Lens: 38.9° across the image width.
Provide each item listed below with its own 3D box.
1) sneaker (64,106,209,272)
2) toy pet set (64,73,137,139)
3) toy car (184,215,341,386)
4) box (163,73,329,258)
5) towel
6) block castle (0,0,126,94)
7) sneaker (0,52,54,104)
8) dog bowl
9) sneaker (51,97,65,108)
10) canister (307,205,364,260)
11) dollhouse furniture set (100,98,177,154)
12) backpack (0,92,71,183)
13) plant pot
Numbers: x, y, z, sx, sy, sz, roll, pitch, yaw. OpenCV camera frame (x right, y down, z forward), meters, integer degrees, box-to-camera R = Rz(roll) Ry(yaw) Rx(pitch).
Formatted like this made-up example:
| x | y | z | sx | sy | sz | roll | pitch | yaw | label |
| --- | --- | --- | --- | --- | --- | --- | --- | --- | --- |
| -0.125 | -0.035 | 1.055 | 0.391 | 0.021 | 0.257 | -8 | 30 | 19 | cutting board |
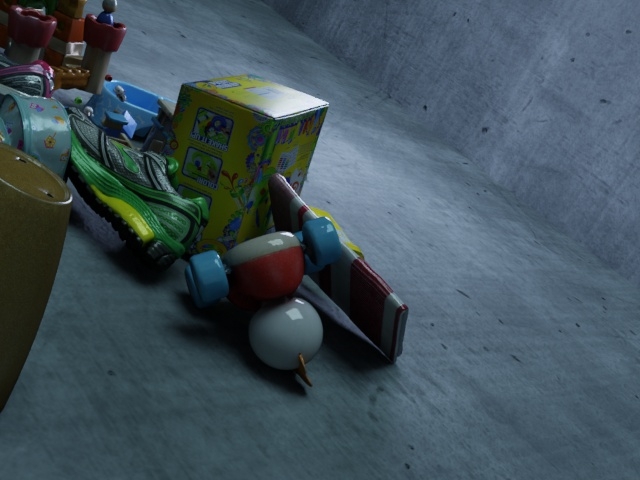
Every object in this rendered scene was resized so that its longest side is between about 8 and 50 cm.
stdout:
| x | y | z | sx | sy | sz | roll | pitch | yaw | label |
| --- | --- | --- | --- | --- | --- | --- | --- | --- | --- |
| -0.318 | -0.102 | 1.495 | 0.146 | 0.134 | 0.343 | -39 | 73 | -20 | sneaker |
| -0.430 | -0.249 | 1.823 | 0.065 | 0.122 | 0.114 | 38 | -15 | 44 | toy pet set |
| -0.067 | 0.114 | 1.388 | 0.219 | 0.238 | 0.210 | -17 | -5 | -15 | toy car |
| -0.144 | -0.134 | 1.634 | 0.177 | 0.279 | 0.290 | 22 | 18 | 13 | box |
| 0.031 | 0.048 | 1.559 | 0.329 | 0.037 | 0.237 | 45 | -17 | 21 | towel |
| -0.641 | -0.464 | 1.818 | 0.453 | 0.213 | 0.303 | 27 | 19 | 20 | block castle |
| -0.596 | -0.277 | 1.567 | 0.299 | 0.112 | 0.121 | 17 | -15 | 10 | sneaker |
| -0.362 | -0.264 | 1.980 | 0.297 | 0.074 | 0.166 | 19 | 23 | -22 | dog bowl |
| -0.555 | -0.276 | 1.792 | 0.152 | 0.054 | 0.061 | 30 | 18 | 6 | sneaker |
| 0.000 | 0.000 | 1.827 | 0.126 | 0.073 | 0.170 | 15 | 23 | -32 | canister |
| -0.342 | -0.201 | 1.777 | 0.183 | 0.129 | 0.129 | 11 | 27 | -42 | dollhouse furniture set |
| -0.457 | -0.129 | 1.381 | 0.144 | 0.188 | 0.166 | 11 | 27 | -38 | backpack |
| -0.384 | 0.026 | 0.971 | 0.237 | 0.254 | 0.237 | 33 | 13 | -8 | plant pot |
